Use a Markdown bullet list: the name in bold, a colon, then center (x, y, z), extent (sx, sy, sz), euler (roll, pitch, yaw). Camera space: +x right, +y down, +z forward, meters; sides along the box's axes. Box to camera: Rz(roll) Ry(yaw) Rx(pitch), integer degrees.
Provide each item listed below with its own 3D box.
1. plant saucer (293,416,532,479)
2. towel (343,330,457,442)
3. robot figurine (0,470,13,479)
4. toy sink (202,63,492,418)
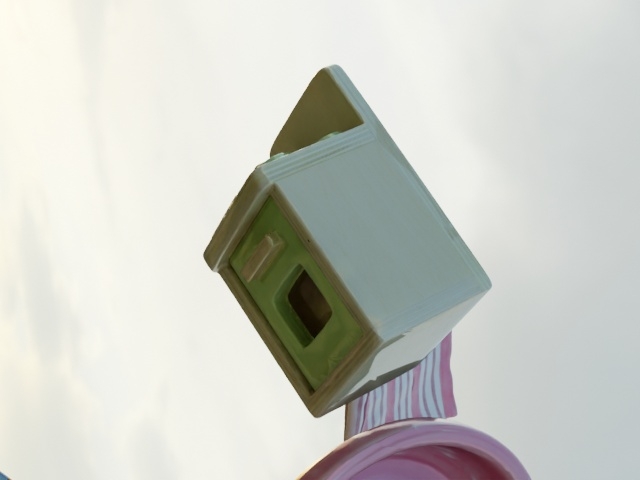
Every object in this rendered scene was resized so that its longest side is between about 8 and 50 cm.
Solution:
- **plant saucer**: center (0.048, 0.304, 1.356), extent (0.084, 0.332, 0.332), euler (21, -62, 51)
- **towel**: center (0.078, 0.133, 1.474), extent (0.029, 0.197, 0.144), euler (11, -68, 29)
- **robot figurine**: center (-0.252, 0.259, 1.151), extent (0.291, 0.211, 0.085), euler (56, 24, -26)
- **toy sink**: center (0.000, 0.000, 1.284), extent (0.234, 0.131, 0.153), euler (57, -34, 14)
